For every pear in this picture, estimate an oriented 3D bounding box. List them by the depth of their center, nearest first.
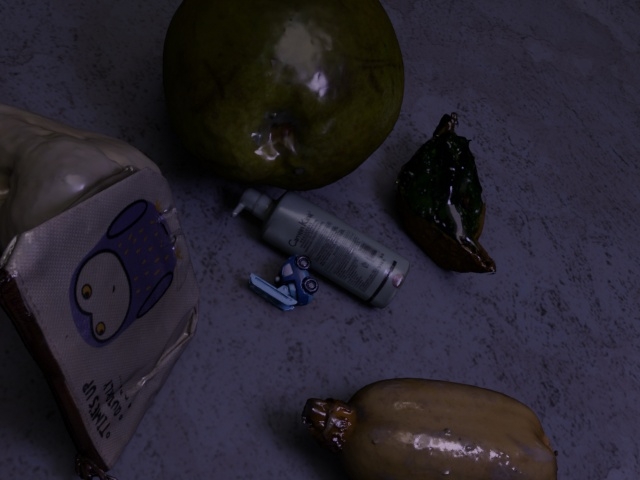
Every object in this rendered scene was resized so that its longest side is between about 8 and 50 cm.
[{"bbox_3d":[-0.053,-0.251,1.099,0.352,0.352,0.413,17,39,-15],"label":"pear"}]

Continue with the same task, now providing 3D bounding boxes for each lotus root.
[{"bbox_3d":[0.135,0.257,0.957,0.343,0.151,0.169,10,39,-14],"label":"lotus root"}]

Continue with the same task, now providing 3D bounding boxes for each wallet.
[{"bbox_3d":[-0.218,0.085,0.828,0.068,0.335,0.274,7,40,19],"label":"wallet"}]

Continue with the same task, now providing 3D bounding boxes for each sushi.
[{"bbox_3d":[0.193,-0.071,1.215,0.149,0.140,0.287,17,51,-23],"label":"sushi"}]

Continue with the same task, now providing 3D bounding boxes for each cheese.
[{"bbox_3d":[-0.291,-0.046,0.912,0.248,0.173,0.251,15,5,-44],"label":"cheese"}]

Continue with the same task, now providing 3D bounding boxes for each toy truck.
[{"bbox_3d":[-0.053,0.060,1.066,0.090,0.056,0.073,-11,71,-17],"label":"toy truck"}]

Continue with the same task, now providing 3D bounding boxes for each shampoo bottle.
[{"bbox_3d":[0.000,0.000,1.110,0.263,0.085,0.085,31,50,-3],"label":"shampoo bottle"}]
